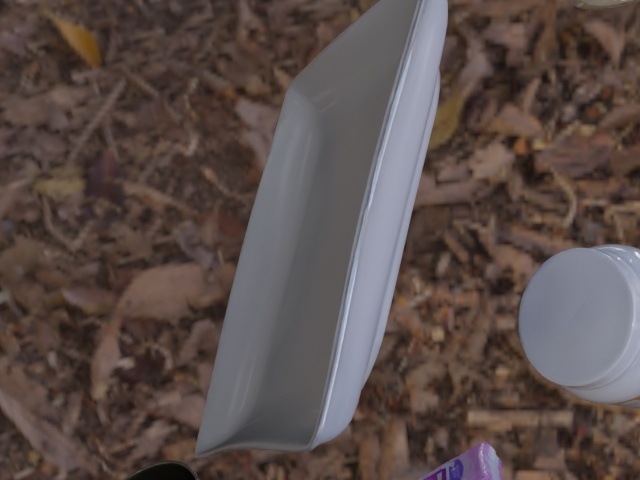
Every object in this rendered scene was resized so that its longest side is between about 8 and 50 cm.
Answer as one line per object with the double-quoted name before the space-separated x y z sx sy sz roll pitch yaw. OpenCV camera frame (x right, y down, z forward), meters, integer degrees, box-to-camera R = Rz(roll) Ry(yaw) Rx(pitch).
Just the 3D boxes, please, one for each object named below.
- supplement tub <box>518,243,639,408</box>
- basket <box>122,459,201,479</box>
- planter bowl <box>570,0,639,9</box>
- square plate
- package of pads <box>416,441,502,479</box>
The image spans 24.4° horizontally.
"supplement tub" 0.289 0.081 1.351 0.199 0.144 0.144 13 29 -44
"basket" -0.106 0.331 1.311 0.204 0.227 0.154 -49 35 0
"planter bowl" 0.229 -0.247 1.151 0.162 0.162 0.109 -11 78 -2
"square plate" 0.000 0.000 1.125 0.049 0.347 0.344 17 76 -14
"package of pads" 0.100 0.192 1.124 0.083 0.032 0.050 -33 19 18
